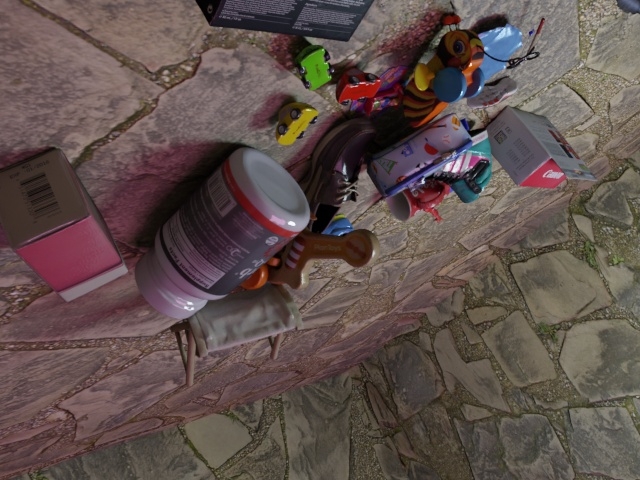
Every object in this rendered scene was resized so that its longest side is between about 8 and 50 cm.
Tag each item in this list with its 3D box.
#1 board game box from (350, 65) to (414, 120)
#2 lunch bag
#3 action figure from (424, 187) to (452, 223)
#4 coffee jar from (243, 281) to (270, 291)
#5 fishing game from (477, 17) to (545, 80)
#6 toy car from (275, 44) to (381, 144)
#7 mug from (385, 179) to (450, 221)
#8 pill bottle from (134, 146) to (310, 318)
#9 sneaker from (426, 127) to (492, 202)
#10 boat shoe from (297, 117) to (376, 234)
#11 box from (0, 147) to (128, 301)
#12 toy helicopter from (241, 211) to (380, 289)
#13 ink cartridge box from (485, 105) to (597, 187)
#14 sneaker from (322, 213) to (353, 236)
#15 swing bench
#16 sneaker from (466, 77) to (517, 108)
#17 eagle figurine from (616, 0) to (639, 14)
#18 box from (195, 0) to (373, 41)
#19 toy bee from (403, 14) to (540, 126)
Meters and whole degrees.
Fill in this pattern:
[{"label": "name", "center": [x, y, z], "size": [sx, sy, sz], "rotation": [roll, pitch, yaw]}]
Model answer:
[{"label": "board game box", "center": [0.144, -0.308, 1.334], "size": [0.168, 0.033, 0.133], "rotation": [-39, 158, 18]}, {"label": "lunch bag", "center": [0.235, -0.202, 1.452], "size": [0.243, 0.115, 0.303], "rotation": [-30, -176, 1]}, {"label": "action figure", "center": [0.404, -0.158, 1.927], "size": [0.280, 0.091, 0.139], "rotation": [-37, 149, 15]}, {"label": "coffee jar", "center": [-0.175, 0.134, 1.791], "size": [0.079, 0.096, 0.184], "rotation": [-18, 155, -24]}, {"label": "fishing game", "center": [0.370, -0.422, 1.380], "size": [0.264, 0.041, 0.189], "rotation": [-20, 157, -6]}, {"label": "toy car", "center": [-0.005, -0.296, 1.134], "size": [0.239, 0.053, 0.225], "rotation": [-31, 158, -2]}, {"label": "mug", "center": [0.303, -0.129, 1.795], "size": [0.169, 0.150, 0.113], "rotation": [-26, 144, -26]}, {"label": "pill bottle", "center": [-0.213, -0.006, 1.277], "size": [0.363, 0.210, 0.210], "rotation": [-40, 157, 23]}, {"label": "sneaker", "center": [0.363, -0.177, 1.699], "size": [0.295, 0.178, 0.124], "rotation": [-27, -164, -12]}, {"label": "boat shoe", "center": [0.042, -0.138, 1.435], "size": [0.132, 0.130, 0.355], "rotation": [-15, 153, -36]}, {"label": "box", "center": [-0.437, -0.019, 1.031], "size": [0.127, 0.149, 0.232], "rotation": [-27, 159, -14]}, {"label": "toy helicopter", "center": [-0.029, -0.005, 1.361], "size": [0.355, 0.235, 0.140], "rotation": [2, -177, 32]}, {"label": "ink cartridge box", "center": [0.659, -0.248, 1.827], "size": [0.309, 0.272, 0.130], "rotation": [-3, 145, -49]}, {"label": "sneaker", "center": [0.000, 0.000, 1.754], "size": [0.209, 0.082, 0.069], "rotation": [-25, 160, -12]}, {"label": "swing bench", "center": [-0.212, 0.213, 1.486], "size": [0.253, 0.165, 0.255], "rotation": [-11, 156, -26]}, {"label": "sneaker", "center": [0.440, -0.365, 1.571], "size": [0.158, 0.061, 0.065], "rotation": [-23, 164, -19]}, {"label": "eagle figurine", "center": [0.815, -0.610, 1.424], "size": [0.226, 0.225, 0.298], "rotation": [2, -148, 28]}, {"label": "box", "center": [-0.028, -0.387, 0.836], "size": [0.261, 0.103, 0.184], "rotation": [-10, 153, -42]}, {"label": "toy bee", "center": [0.278, -0.367, 1.246], "size": [0.298, 0.162, 0.195], "rotation": [-26, 177, 26]}]
